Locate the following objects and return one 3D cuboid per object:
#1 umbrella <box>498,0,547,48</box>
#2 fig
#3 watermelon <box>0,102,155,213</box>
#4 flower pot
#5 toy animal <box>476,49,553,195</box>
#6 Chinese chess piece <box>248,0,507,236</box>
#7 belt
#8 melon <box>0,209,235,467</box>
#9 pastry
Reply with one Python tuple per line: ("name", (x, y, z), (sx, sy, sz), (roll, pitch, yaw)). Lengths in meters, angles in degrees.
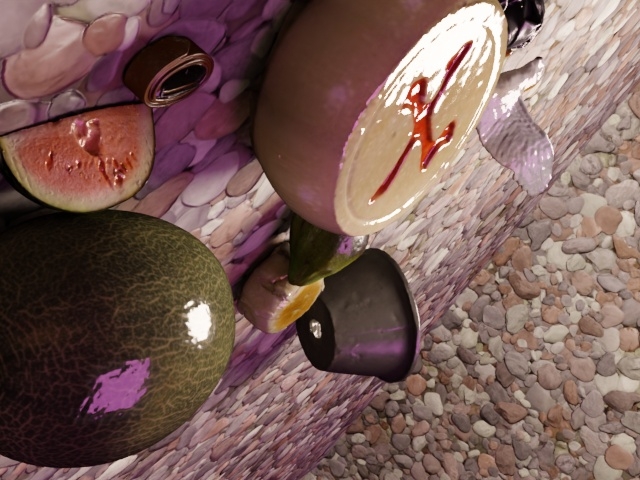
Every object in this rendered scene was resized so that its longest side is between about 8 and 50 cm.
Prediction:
("umbrella", (0.248, -0.303, 1.204), (0.272, 0.122, 0.110), (-42, -154, -24))
("fig", (0.000, 0.000, 1.275), (0.156, 0.123, 0.123), (-48, 163, 16))
("watermelon", (-0.220, -0.066, 0.761), (0.069, 0.087, 0.163), (-10, -170, 45))
("flower pot", (0.055, 0.154, 1.610), (0.166, 0.269, 0.269), (-7, 144, -27))
("toy animal", (0.234, -0.207, 1.424), (0.284, 0.225, 0.302), (-16, 139, -19))
("Chinese chess piece", (0.072, -0.166, 0.975), (0.338, 0.140, 0.338), (-39, 152, -25))
("belt", (-0.135, -0.154, 0.764), (0.083, 0.036, 0.059), (-32, 157, -39))
("melon", (-0.208, 0.088, 0.799), (0.237, 0.237, 0.301), (-53, 161, 22))
("pastry", (-0.061, 0.076, 1.363), (0.166, 0.088, 0.166), (-43, 163, -16))
